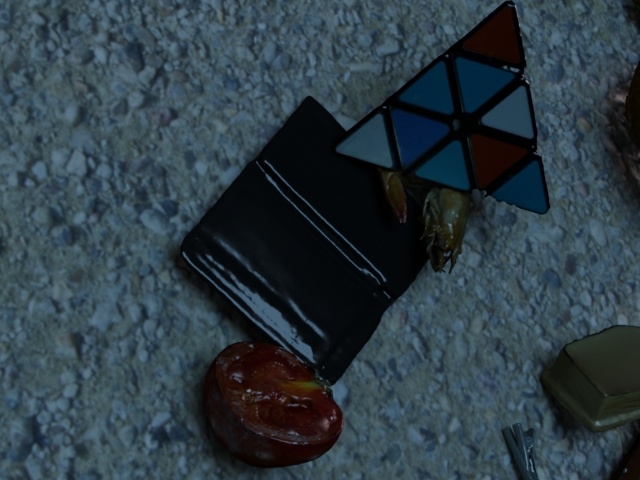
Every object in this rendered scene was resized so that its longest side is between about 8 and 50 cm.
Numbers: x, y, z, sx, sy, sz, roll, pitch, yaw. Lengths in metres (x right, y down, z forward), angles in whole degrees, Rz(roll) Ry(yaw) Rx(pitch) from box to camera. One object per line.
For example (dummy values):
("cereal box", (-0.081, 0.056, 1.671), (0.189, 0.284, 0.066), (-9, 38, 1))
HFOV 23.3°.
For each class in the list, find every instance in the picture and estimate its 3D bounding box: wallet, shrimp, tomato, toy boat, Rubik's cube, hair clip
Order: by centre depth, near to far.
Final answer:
("tomato", (-0.058, 0.188, 1.662), (0.139, 0.091, 0.159), (-8, 48, -40))
("wallet", (0.000, 0.000, 1.810), (0.247, 0.041, 0.323), (45, 49, -9))
("hair clip", (0.255, 0.275, 1.856), (0.039, 0.030, 0.115), (-3, 71, -35))
("Rubik's cube", (0.125, -0.164, 1.859), (0.234, 0.250, 0.284), (-18, 61, -11))
("shrimp", (0.126, -0.051, 1.882), (0.133, 0.053, 0.236), (31, 42, -24))
("toy boat", (0.380, 0.164, 1.935), (0.188, 0.061, 0.116), (-13, 46, -33))

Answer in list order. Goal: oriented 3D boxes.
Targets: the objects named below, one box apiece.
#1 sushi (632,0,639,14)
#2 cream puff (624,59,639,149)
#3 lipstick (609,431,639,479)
("sushi", (0.622, -0.408, 2.294), (0.348, 0.207, 0.234), (-44, 107, -32))
("cream puff", (0.553, -0.156, 2.125), (0.303, 0.212, 0.303), (7, 65, -15))
("lipstick", (0.390, 0.300, 1.903), (0.077, 0.077, 0.418), (47, 51, -6))
